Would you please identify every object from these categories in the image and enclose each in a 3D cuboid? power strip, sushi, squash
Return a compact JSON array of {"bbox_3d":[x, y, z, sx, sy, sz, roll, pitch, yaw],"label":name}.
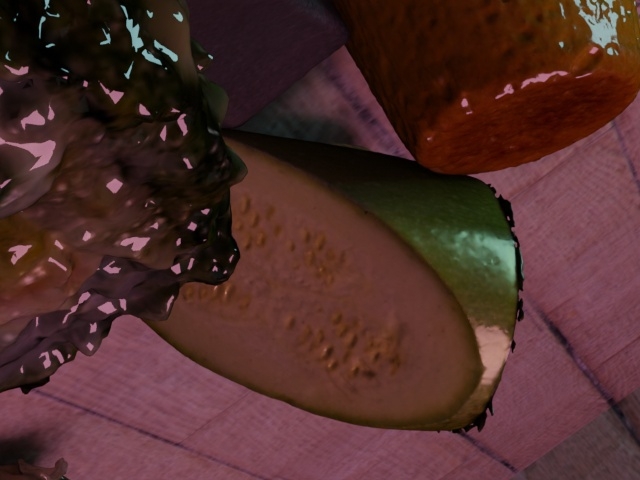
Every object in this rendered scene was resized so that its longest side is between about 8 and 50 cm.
[{"bbox_3d":[-0.074,-0.136,1.130,0.105,0.070,0.257,-36,160,13],"label":"power strip"},{"bbox_3d":[-0.191,-0.051,0.884,0.294,0.178,0.352,-21,156,4],"label":"sushi"},{"bbox_3d":[-0.022,0.028,1.271,0.260,0.189,0.189,7,143,-20],"label":"squash"}]

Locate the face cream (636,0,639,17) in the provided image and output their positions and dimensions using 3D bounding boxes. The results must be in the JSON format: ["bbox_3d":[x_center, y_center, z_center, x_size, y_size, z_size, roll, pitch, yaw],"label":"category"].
[{"bbox_3d":[0.215,-0.204,1.416,0.082,0.082,0.269,-17,154,-41],"label":"face cream"}]

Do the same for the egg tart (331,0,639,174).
[{"bbox_3d":[0.109,-0.148,1.240,0.215,0.171,0.215,-17,162,-6],"label":"egg tart"}]

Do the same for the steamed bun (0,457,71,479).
[{"bbox_3d":[-0.269,0.260,1.620,0.238,0.170,0.152,-12,127,-52],"label":"steamed bun"}]

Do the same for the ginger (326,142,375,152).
[{"bbox_3d":[0.000,0.000,1.466,0.138,0.152,0.267,-18,151,35],"label":"ginger"}]
